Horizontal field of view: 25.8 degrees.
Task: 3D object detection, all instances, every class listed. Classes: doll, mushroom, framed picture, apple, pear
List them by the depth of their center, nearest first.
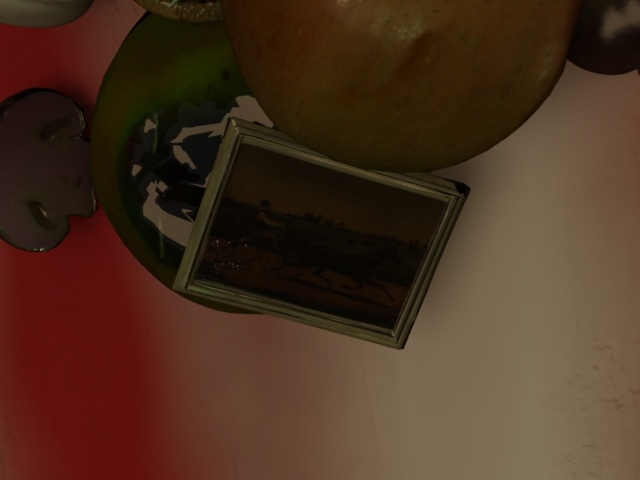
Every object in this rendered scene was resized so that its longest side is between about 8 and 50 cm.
[{"bbox_3d":[0.065,-0.231,1.270,0.338,0.338,0.305,35,132,10],"label":"apple"},{"bbox_3d":[0.287,-0.247,1.333,0.145,0.096,0.188,1,95,17],"label":"doll"},{"bbox_3d":[0.000,0.000,1.383,0.252,0.014,0.197,15,113,-13],"label":"framed picture"},{"bbox_3d":[-0.092,-0.073,1.481,0.398,0.165,0.399,6,109,17],"label":"pear"},{"bbox_3d":[-0.341,-0.086,1.624,0.117,0.141,0.188,17,98,51],"label":"mushroom"}]

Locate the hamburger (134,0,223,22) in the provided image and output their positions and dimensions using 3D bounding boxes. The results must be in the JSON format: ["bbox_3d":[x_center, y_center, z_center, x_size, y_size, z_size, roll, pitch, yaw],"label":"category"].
[{"bbox_3d":[-0.129,-0.306,1.396,0.177,0.186,0.113,14,143,-2],"label":"hamburger"}]

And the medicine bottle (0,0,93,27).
[{"bbox_3d":[-0.311,-0.401,1.448,0.241,0.241,0.302,30,114,12],"label":"medicine bottle"}]
